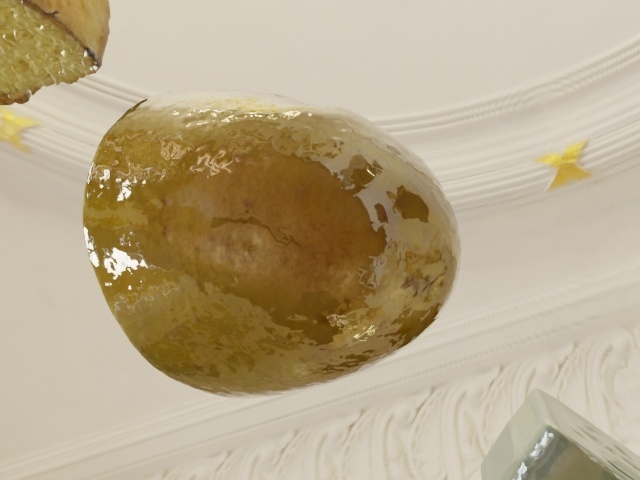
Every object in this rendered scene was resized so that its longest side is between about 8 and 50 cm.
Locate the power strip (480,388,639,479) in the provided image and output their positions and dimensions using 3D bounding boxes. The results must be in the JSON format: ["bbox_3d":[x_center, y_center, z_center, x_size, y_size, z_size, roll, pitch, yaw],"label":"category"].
[{"bbox_3d":[0.219,0.234,0.844,0.229,0.261,0.141,34,-84,2],"label":"power strip"}]

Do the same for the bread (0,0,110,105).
[{"bbox_3d":[-0.312,-0.270,0.987,0.194,0.340,0.179,-6,-119,36],"label":"bread"}]

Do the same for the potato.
[{"bbox_3d":[0.000,0.000,0.642,0.158,0.203,0.178,-2,-129,45],"label":"potato"}]
